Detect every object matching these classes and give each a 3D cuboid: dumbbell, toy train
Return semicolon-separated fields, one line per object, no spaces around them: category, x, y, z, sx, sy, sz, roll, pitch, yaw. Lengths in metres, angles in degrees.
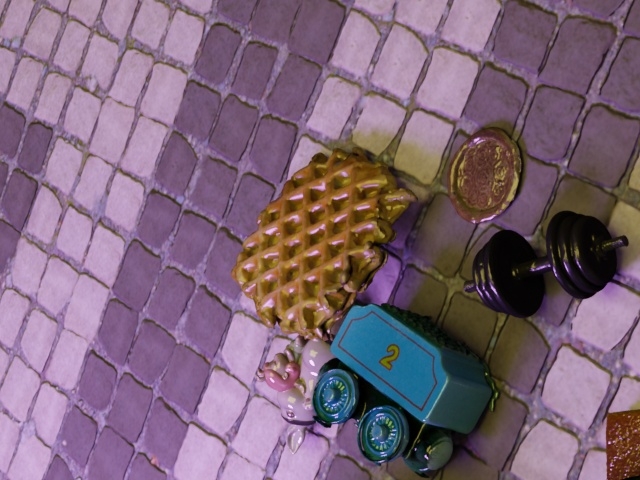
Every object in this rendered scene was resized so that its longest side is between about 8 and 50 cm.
dumbbell;0.239;0.026;1.757;0.208;0.099;0.099;-19;68;39
toy train;0.091;0.167;1.864;0.203;0.112;0.163;34;99;41

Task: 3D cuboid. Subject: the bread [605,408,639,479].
bread;0.338;0.216;1.664;0.094;0.035;0.090;-11;73;43

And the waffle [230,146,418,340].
waffle;-0.001;-0.001;1.988;0.245;0.052;0.254;-55;36;-1

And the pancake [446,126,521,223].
pancake;0.190;-0.075;1.889;0.115;0.011;0.115;-9;77;42

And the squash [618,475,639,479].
squash;0.273;0.317;1.554;0.252;0.252;0.165;-27;71;37

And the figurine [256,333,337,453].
figurine;-0.028;0.175;1.996;0.098;0.081;0.146;37;103;15
